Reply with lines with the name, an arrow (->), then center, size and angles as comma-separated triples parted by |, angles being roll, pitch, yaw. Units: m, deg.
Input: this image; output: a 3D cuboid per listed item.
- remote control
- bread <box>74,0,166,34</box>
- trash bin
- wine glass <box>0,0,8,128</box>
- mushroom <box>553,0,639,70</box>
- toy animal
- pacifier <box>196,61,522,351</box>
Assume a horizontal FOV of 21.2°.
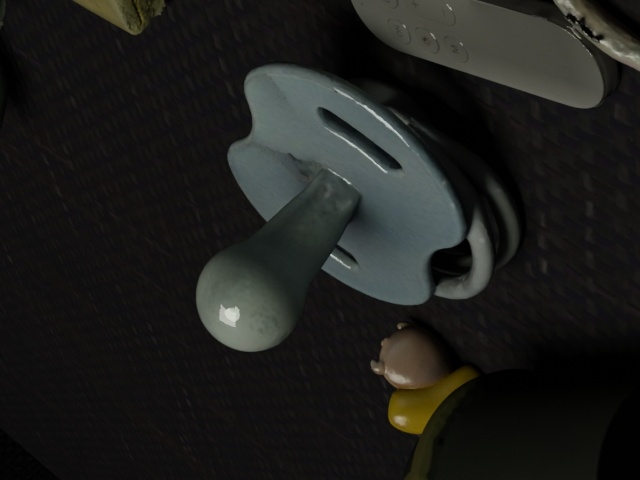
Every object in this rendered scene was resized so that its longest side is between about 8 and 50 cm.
remote control -> 0.108, -0.147, 1.194 | 0.245, 0.022, 0.077 | 25, 151, 44
bread -> -0.225, -0.272, 1.544 | 0.178, 0.060, 0.139 | 34, 156, 29
trash bin -> 0.191, 0.205, 1.385 | 0.214, 0.214, 0.334 | 51, 153, -9
wine glass -> -0.422, -0.198, 1.928 | 0.143, 0.143, 0.321 | 45, 158, 8
mushroom -> 0.203, -0.124, 1.046 | 0.306, 0.043, 0.068 | 34, 137, 34
toy animal -> 0.095, 0.141, 1.623 | 0.114, 0.091, 0.082 | 41, 171, 11
pacifier -> 0.000, 0.000, 1.359 | 0.244, 0.233, 0.299 | 41, 158, 9
